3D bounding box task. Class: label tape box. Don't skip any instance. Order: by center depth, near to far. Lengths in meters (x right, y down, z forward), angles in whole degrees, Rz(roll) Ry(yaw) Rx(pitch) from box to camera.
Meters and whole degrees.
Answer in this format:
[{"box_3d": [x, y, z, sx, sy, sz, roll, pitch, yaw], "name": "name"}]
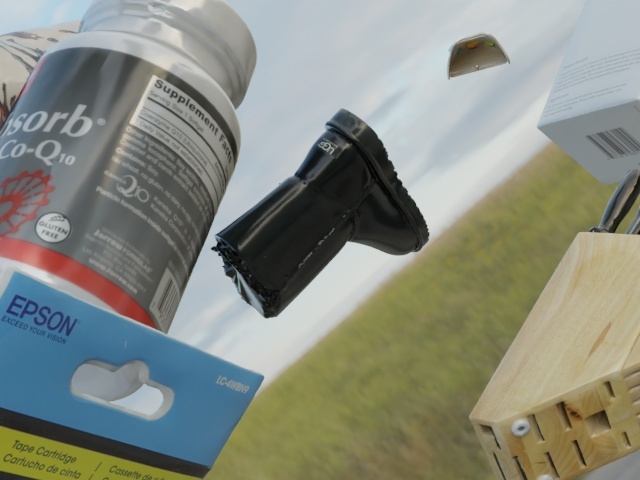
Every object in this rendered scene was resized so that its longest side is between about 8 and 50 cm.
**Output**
[{"box_3d": [-0.225, 0.173, 0.774, 0.348, 0.115, 0.249, -57, -36, 1], "name": "label tape box"}]

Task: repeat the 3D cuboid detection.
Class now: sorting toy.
[{"box_3d": [0.195, -0.245, 1.604, 0.083, 0.045, 0.075, -14, -13, 8], "name": "sorting toy"}]

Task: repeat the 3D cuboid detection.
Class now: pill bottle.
[{"box_3d": [-0.194, -0.056, 1.141, 0.210, 0.210, 0.363, -52, 16, 57], "name": "pill bottle"}]

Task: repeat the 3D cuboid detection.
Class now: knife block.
[{"box_3d": [0.229, 0.053, 1.017, 0.275, 0.088, 0.242, -24, 33, 2], "name": "knife block"}]

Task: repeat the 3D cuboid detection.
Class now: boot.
[{"box_3d": [0.000, 0.000, 1.340, 0.207, 0.094, 0.246, -46, -33, -9], "name": "boot"}]

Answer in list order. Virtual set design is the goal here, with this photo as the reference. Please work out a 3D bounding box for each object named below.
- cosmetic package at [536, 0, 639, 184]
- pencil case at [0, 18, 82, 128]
[{"box_3d": [0.460, -0.278, 1.711, 0.197, 0.155, 0.366, -11, 48, 57], "name": "cosmetic package"}, {"box_3d": [-0.339, -0.158, 1.445, 0.410, 0.183, 0.160, -29, -43, -58], "name": "pencil case"}]
